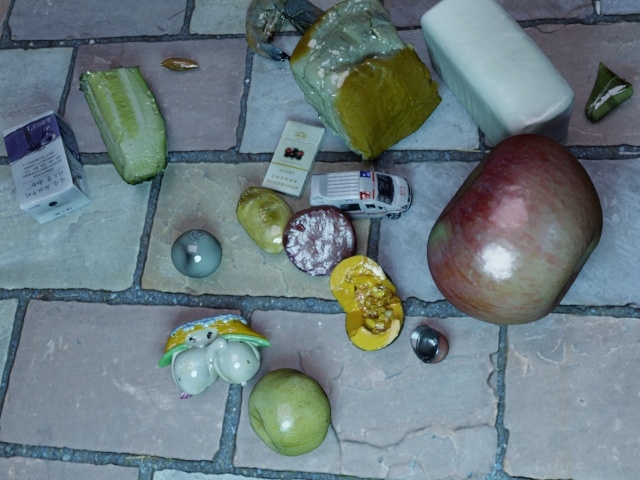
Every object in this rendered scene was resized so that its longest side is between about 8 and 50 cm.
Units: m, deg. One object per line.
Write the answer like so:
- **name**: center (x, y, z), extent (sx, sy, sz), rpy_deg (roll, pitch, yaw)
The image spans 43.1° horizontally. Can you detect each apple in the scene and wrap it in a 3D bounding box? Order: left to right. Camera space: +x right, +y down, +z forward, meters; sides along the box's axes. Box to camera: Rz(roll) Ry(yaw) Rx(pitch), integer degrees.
- **apple**: center (0.357, -0.009, 1.450), extent (0.269, 0.345, 0.344), rpy_deg (38, 80, 2)

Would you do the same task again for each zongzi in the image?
- **zongzi**: center (0.568, -0.308, 1.665), extent (0.104, 0.052, 0.113), rpy_deg (-34, 52, 4)

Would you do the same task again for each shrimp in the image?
- **shrimp**: center (-0.074, -0.486, 1.869), extent (0.289, 0.075, 0.178), rpy_deg (41, 90, 23)

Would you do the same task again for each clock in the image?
- **clock**: center (-0.208, 0.227, 1.591), extent (0.231, 0.103, 0.144), rpy_deg (-15, 67, 9)

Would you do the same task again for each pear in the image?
- **pear**: center (-0.054, 0.314, 1.488), extent (0.137, 0.167, 0.167), rpy_deg (-20, 62, -25)

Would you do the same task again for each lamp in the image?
- **lamp**: center (-0.257, 0.027, 1.681), extent (0.105, 0.105, 0.105), rpy_deg (-4, 68, 11)

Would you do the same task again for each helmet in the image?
- **helmet**: center (0.214, 0.199, 1.536), extent (0.065, 0.049, 0.084), rpy_deg (-63, 36, 21)

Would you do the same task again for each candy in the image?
- **candy**: center (0.355, -0.327, 1.630), extent (0.145, 0.208, 0.358), rpy_deg (-31, 66, 0)

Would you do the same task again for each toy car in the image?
- **toy car**: center (0.080, -0.097, 1.653), extent (0.210, 0.108, 0.089), rpy_deg (-2, 68, 12)

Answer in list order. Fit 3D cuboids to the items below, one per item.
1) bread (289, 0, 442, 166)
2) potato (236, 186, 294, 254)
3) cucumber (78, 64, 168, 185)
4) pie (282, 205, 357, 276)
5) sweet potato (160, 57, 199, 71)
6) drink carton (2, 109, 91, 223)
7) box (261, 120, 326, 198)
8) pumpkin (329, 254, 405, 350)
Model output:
- **bread**: center (0.088, -0.342, 1.670), extent (0.250, 0.279, 0.225), rpy_deg (-39, 52, -5)
- **potato**: center (-0.111, -0.045, 1.692), extent (0.107, 0.080, 0.170), rpy_deg (-38, 66, 9)
- **cucumber**: center (-0.430, -0.249, 1.838), extent (0.145, 0.105, 0.325), rpy_deg (-16, 63, -23)
- **pie**: center (0.000, 0.000, 1.633), extent (0.155, 0.036, 0.154), rpy_deg (-2, 102, -7)
- **sweet potato**: center (-0.332, -0.416, 1.918), extent (0.095, 0.034, 0.034), rpy_deg (6, 70, 4)
- **drink carton**: center (-0.623, -0.167, 1.846), extent (0.134, 0.102, 0.222), rpy_deg (-22, 65, 1)
- **box**: center (-0.057, -0.177, 1.762), extent (0.090, 0.024, 0.166), rpy_deg (15, 73, 18)
- **pumpkin**: center (0.097, 0.125, 1.561), extent (0.119, 0.108, 0.183), rpy_deg (-21, 73, 12)
